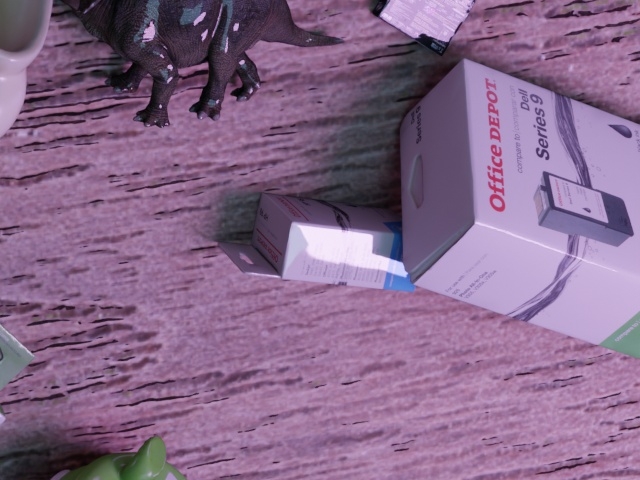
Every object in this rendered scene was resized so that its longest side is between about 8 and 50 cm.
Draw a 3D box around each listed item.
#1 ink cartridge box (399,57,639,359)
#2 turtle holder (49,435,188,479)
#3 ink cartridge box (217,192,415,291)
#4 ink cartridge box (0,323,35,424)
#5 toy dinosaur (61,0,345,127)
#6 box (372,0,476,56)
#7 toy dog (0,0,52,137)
[{"bbox_3d":[0.232,-0.028,1.895,0.289,0.211,0.121,18,140,-24],"label":"ink cartridge box"},{"bbox_3d":[-0.214,0.366,1.833,0.227,0.320,0.243,-23,142,28],"label":"turtle holder"},{"bbox_3d":[0.000,0.000,1.891,0.180,0.104,0.060,7,105,-22],"label":"ink cartridge box"},{"bbox_3d":[-0.376,0.162,1.834,0.209,0.062,0.109,-44,115,-2],"label":"ink cartridge box"},{"bbox_3d":[-0.113,-0.199,1.778,0.314,0.121,0.160,2,120,-16],"label":"toy dinosaur"},{"bbox_3d":[0.103,-0.231,1.898,0.083,0.018,0.067,28,96,-25],"label":"box"},{"bbox_3d":[-0.415,-0.047,1.597,0.285,0.395,0.408,8,139,-35],"label":"toy dog"}]
